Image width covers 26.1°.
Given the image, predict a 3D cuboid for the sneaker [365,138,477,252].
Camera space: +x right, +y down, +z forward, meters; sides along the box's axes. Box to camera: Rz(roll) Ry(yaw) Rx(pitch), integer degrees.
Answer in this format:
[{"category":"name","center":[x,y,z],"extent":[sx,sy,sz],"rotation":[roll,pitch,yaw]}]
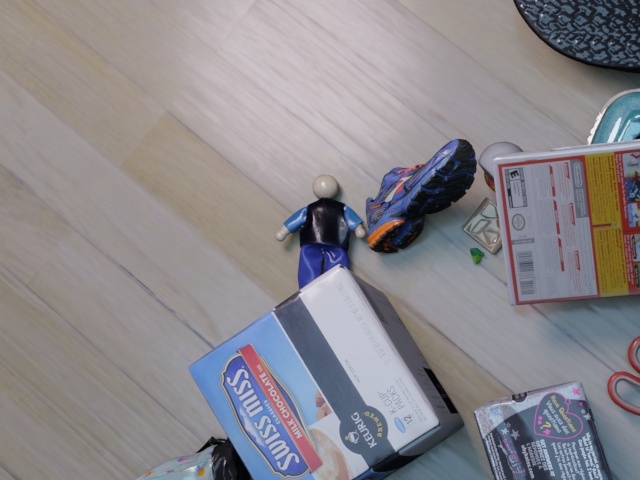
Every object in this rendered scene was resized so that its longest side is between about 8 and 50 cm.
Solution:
[{"category":"sneaker","center":[0.124,-0.072,1.870],"extent":[0.221,0.083,0.087],"rotation":[-43,56,38]}]

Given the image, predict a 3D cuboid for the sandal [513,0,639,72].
[{"category":"sandal","center":[0.465,-0.290,1.877],"extent":[0.445,0.107,0.168],"rotation":[14,84,-1]}]

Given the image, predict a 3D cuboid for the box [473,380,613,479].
[{"category":"box","center":[0.287,0.269,1.751],"extent":[0.142,0.247,0.163],"rotation":[-17,80,6]}]

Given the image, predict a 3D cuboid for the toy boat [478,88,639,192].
[{"category":"toy boat","center":[0.370,-0.078,1.832],"extent":[0.318,0.148,0.268],"rotation":[5,84,10]}]

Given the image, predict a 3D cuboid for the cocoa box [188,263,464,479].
[{"category":"cocoa box","center":[0.019,0.201,1.756],"extent":[0.228,0.347,0.231],"rotation":[-33,78,5]}]

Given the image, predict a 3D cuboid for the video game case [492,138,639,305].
[{"category":"video game case","center":[0.372,-0.025,1.763],"extent":[0.285,0.025,0.204],"rotation":[-5,108,13]}]

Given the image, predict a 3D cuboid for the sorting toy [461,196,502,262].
[{"category":"sorting toy","center":[0.227,-0.011,1.917],"extent":[0.062,0.012,0.083],"rotation":[39,87,7]}]

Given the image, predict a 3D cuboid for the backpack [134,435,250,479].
[{"category":"backpack","center":[-0.186,0.356,1.893],"extent":[0.182,0.115,0.152],"rotation":[-16,83,10]}]

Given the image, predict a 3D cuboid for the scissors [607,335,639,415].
[{"category":"scissors","center":[0.529,0.211,1.812],"extent":[0.297,0.021,0.109],"rotation":[19,84,10]}]

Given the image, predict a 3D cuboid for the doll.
[{"category":"doll","center":[0.000,0.000,1.939],"extent":[0.129,0.046,0.189],"rotation":[3,84,9]}]
